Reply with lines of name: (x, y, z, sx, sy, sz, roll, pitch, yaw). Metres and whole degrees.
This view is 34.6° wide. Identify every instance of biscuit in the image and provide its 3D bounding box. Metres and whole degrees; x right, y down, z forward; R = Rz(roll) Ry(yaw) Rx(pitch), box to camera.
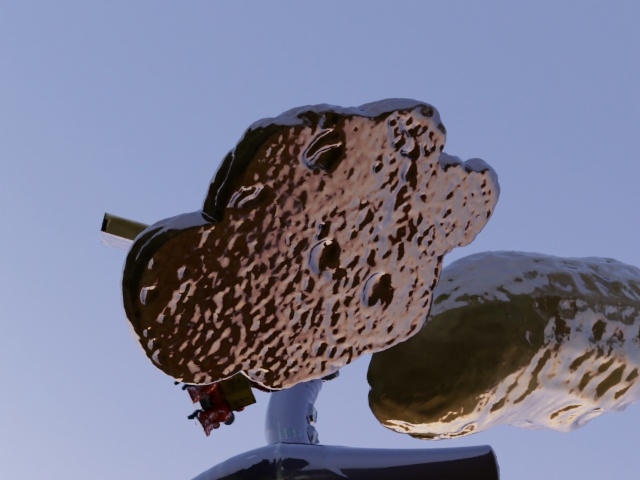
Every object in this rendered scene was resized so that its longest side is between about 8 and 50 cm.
biscuit: (0.000, 0.000, 0.705, 0.041, 0.290, 0.209, 41, -38, 47)

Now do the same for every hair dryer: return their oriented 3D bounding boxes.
hair dryer: (0.017, 0.196, 1.098, 0.301, 0.361, 0.121, -8, -65, 2)

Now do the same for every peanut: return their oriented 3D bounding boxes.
peanut: (0.188, 0.087, 0.927, 0.174, 0.340, 0.158, -48, -133, 38)

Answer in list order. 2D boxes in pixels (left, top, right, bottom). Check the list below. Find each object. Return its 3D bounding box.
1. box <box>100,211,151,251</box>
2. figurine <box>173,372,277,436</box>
box: (-0.168, 0.000, 0.956, 0.073, 0.149, 0.020, 16, -98, -9)
figurine: (-0.064, 0.121, 0.954, 0.068, 0.140, 0.075, 67, -18, -14)
